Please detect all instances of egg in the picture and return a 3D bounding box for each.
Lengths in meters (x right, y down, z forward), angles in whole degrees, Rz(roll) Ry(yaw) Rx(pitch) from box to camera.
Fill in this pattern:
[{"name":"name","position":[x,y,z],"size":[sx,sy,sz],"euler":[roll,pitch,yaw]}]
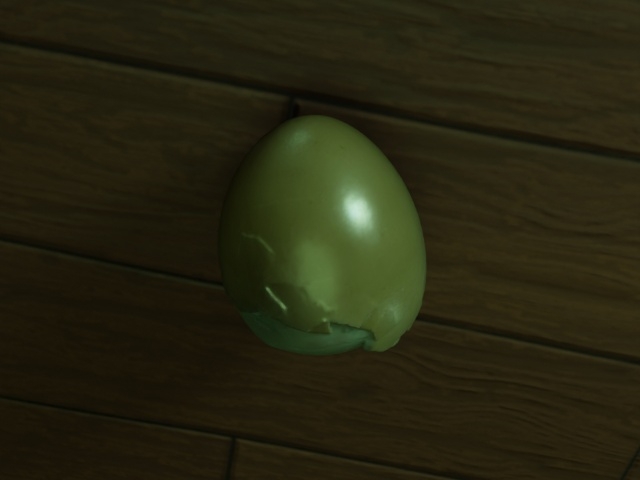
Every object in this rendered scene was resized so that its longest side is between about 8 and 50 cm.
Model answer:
[{"name":"egg","position":[0.000,0.000,0.829],"size":[0.201,0.201,0.244],"euler":[-3,111,8]}]
